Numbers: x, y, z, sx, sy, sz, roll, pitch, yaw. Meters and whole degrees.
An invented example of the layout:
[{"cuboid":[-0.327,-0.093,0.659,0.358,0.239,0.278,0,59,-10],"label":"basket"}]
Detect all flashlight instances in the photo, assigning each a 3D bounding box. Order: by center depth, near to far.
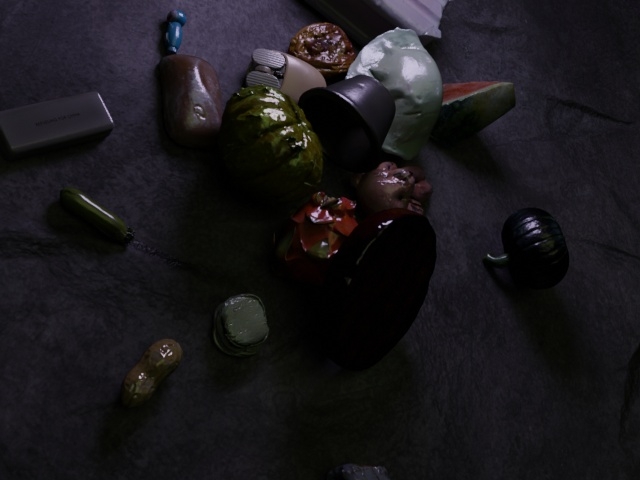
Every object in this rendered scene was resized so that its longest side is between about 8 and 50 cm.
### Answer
[{"cuboid":[-0.370,-0.529,1.798,0.051,0.051,0.129,12,67,-28],"label":"flashlight"}]

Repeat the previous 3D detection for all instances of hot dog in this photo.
[{"cuboid":[0.016,-0.537,2.020,0.227,0.099,0.160,-24,89,-40],"label":"hot dog"}]

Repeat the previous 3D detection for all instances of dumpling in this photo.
[{"cuboid":[0.221,-0.408,2.034,0.270,0.212,0.321,-22,62,4],"label":"dumpling"}]

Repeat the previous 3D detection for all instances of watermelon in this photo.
[{"cuboid":[0.438,-0.415,2.193,0.310,0.232,0.193,-33,92,7],"label":"watermelon"}]

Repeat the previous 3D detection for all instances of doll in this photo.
[{"cuboid":[0.230,-0.150,1.957,0.303,0.156,0.201,-28,80,-42],"label":"doll"}]

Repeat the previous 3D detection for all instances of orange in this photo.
[{"cuboid":[-0.130,-0.230,1.696,0.300,0.223,0.301,35,30,-63],"label":"orange"}]

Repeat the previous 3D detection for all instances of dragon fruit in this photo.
[{"cuboid":[-0.002,0.005,1.696,0.224,0.224,0.227,12,79,-28],"label":"dragon fruit"}]

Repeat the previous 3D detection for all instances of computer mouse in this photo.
[{"cuboid":[-0.087,-0.423,1.897,0.236,0.082,0.145,20,78,-25],"label":"computer mouse"}]

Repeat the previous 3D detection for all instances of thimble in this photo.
[{"cuboid":[0.084,0.571,1.556,0.118,0.127,0.151,13,58,-29],"label":"thimble"}]

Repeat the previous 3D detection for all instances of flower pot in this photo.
[{"cuboid":[0.090,-0.326,1.847,0.269,0.269,0.166,47,67,-6],"label":"flower pot"}]

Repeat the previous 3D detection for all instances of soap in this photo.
[{"cuboid":[0.172,-0.780,2.154,0.435,0.213,0.350,32,58,-17],"label":"soap"}]

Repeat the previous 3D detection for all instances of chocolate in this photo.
[{"cuboid":[-0.307,-0.353,1.739,0.161,0.083,0.261,0,69,-35],"label":"chocolate"}]

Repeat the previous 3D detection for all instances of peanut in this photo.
[{"cuboid":[-0.346,0.268,1.442,0.080,0.080,0.174,43,51,-9],"label":"peanut"}]

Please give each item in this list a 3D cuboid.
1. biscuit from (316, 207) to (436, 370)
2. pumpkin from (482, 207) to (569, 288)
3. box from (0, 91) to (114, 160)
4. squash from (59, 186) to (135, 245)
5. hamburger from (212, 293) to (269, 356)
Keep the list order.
[{"cuboid":[0.132,0.113,1.676,0.091,0.407,0.407,26,43,33],"label":"biscuit"},{"cuboid":[0.605,0.035,2.093,0.248,0.248,0.248,13,63,-28],"label":"pumpkin"},{"cuboid":[-0.580,-0.251,1.536,0.243,0.055,0.103,-24,84,-38],"label":"box"},{"cuboid":[-0.481,-0.052,1.518,0.183,0.052,0.052,39,54,-17],"label":"squash"},{"cuboid":[-0.180,0.191,1.595,0.133,0.062,0.140,10,62,-30],"label":"hamburger"}]
